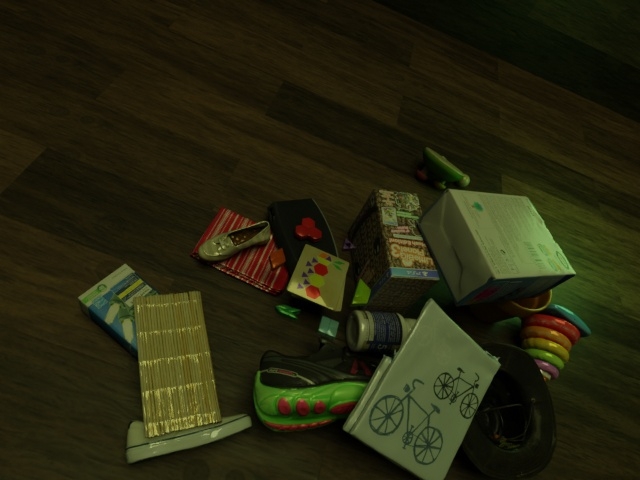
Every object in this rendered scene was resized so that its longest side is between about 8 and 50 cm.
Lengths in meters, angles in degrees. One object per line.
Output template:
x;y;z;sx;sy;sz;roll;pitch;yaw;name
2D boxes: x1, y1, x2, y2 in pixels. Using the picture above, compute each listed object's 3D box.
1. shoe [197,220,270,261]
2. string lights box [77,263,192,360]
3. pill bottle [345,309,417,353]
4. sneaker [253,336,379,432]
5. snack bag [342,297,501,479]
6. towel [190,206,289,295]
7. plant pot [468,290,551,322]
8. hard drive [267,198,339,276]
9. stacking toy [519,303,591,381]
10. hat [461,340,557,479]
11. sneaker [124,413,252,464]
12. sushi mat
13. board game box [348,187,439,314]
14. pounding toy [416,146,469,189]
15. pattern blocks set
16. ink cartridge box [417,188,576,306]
-0.235;-0.004;1.169;0.219;0.058;0.077;-20;63;-31;shoe
-0.418;0.190;0.994;0.259;0.077;0.133;38;51;7;string lights box
0.173;0.250;1.150;0.186;0.112;0.112;6;55;-16;pill bottle
0.075;0.323;1.017;0.482;0.185;0.202;9;39;-27;sneaker
0.244;0.339;0.945;0.323;0.037;0.343;41;74;-25;snack bag
-0.204;0.025;1.217;0.274;0.031;0.199;25;51;-2;towel
0.559;0.161;1.307;0.205;0.188;0.205;10;55;-15;plant pot
-0.047;-0.018;1.251;0.172;0.054;0.255;-8;58;-25;hard drive
0.659;0.354;1.253;0.175;0.165;0.302;34;63;-11;stacking toy
0.453;0.438;1.115;0.331;0.134;0.331;4;72;-12;hat
-0.277;0.393;0.897;0.258;0.094;0.091;-5;64;-22;sneaker
-0.317;0.252;0.923;0.151;0.019;0.317;-5;57;-24;sushi mat
0.198;0.037;1.230;0.141;0.232;0.291;5;55;-16;board game box
0.457;-0.257;1.627;0.236;0.110;0.183;5;38;-53;pounding toy
-0.002;0.096;1.127;0.285;0.026;0.325;30;47;3;pattern blocks set
0.495;0.018;1.148;0.395;0.151;0.270;-1;58;-29;ink cartridge box
